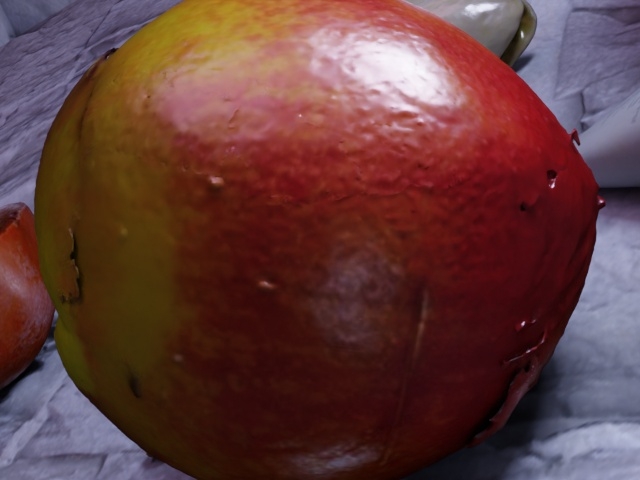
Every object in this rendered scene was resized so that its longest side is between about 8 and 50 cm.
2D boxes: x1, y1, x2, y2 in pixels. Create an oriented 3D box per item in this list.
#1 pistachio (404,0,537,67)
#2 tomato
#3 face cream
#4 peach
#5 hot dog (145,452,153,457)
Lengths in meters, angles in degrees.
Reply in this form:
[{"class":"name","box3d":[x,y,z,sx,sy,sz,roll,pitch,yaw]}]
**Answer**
[{"class":"pistachio","box3d":[0.117,-0.193,1.811,0.185,0.124,0.124,-19,23,19]},{"class":"tomato","box3d":[-0.389,0.105,1.876,0.338,0.144,0.338,-31,14,9]},{"class":"face cream","box3d":[0.259,-0.086,1.399,0.143,0.089,0.314,-39,12,-12]},{"class":"peach","box3d":[0.000,0.000,1.240,0.370,0.370,0.370,-30,19,11]},{"class":"hot dog","box3d":[-0.110,0.144,1.516,0.037,0.021,0.083,-6,34,51]}]
